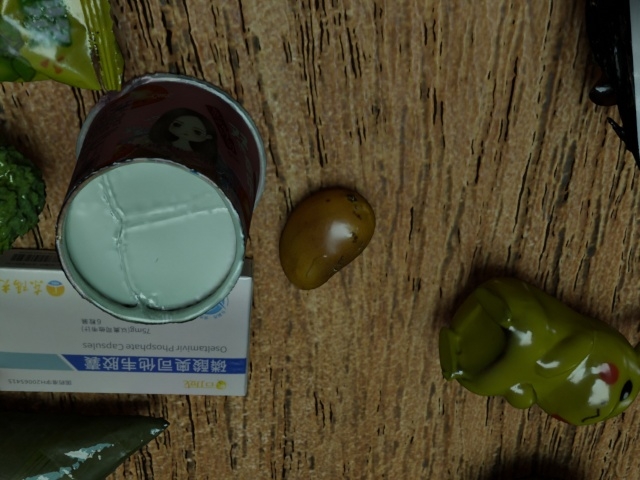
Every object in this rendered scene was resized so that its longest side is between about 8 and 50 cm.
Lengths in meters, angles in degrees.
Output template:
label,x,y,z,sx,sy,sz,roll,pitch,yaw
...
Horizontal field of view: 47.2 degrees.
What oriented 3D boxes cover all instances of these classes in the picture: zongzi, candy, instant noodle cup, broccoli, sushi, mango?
label,x,y,z,sx,sy,sz,roll,pitch,yaw
zongzi,-0.470,0.268,1.015,0.393,0.174,0.356,-40,107,4
candy,-0.365,-0.240,0.808,0.297,0.081,0.187,-2,119,10
instant noodle cup,-0.178,-0.047,0.836,0.242,0.231,0.243,-2,116,-5
broccoli,-0.475,-0.085,0.788,0.254,0.302,0.186,13,83,31
sushi,0.414,-0.217,0.815,0.227,0.212,0.216,-12,110,-2
mango,0.001,0.001,0.958,0.105,0.084,0.159,34,109,-13

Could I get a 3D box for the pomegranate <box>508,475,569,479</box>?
label,x,y,z,sx,sy,sz,roll,pitch,yaw
pomegranate,0.353,0.535,1.187,0.284,0.285,0.341,5,146,-8

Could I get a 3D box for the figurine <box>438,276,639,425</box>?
label,x,y,z,sx,sy,sz,roll,pitch,yaw
figurine,0.321,0.167,1.027,0.326,0.169,0.218,27,127,-14

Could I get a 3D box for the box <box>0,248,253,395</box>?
label,x,y,z,sx,sy,sz,roll,pitch,yaw
box,-0.267,0.115,1.001,0.343,0.065,0.200,3,117,-6
